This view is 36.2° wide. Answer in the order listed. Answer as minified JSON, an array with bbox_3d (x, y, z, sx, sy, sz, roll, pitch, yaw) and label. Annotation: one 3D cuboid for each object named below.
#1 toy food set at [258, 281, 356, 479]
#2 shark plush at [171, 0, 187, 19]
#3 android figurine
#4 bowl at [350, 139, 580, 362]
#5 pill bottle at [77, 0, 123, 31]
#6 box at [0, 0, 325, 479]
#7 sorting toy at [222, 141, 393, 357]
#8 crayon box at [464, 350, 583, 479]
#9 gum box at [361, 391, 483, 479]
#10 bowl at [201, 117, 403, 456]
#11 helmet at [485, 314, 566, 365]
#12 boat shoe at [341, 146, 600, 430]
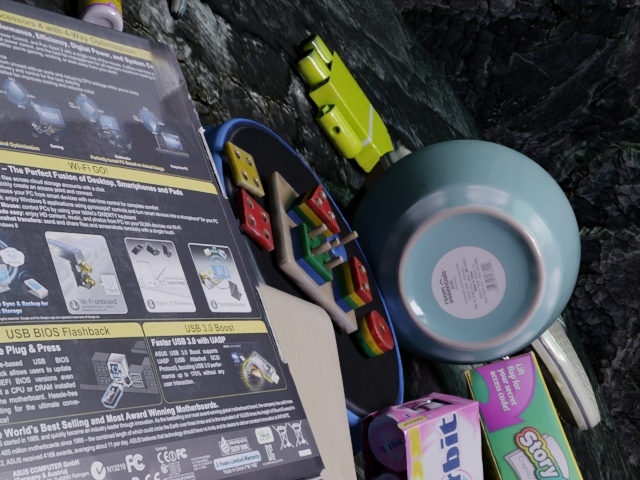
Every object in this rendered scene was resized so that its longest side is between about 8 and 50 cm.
[{"bbox_3d":[-0.081,0.147,0.711,0.220,0.092,0.306,25,45,-42],"label":"toy food set"},{"bbox_3d":[-0.167,-0.339,1.239,0.073,0.067,0.161,55,19,-21],"label":"shark plush"},{"bbox_3d":[0.047,-0.221,1.689,0.273,0.056,0.248,54,19,-23],"label":"android figurine"},{"bbox_3d":[0.186,0.031,1.246,0.311,0.312,0.163,61,8,-6],"label":"bowl"},{"bbox_3d":[-0.221,-0.238,0.978,0.043,0.043,0.083,43,26,-47],"label":"pill bottle"},{"bbox_3d":[-0.189,0.012,0.494,0.395,0.097,0.318,3,62,-55],"label":"box"},{"bbox_3d":[0.000,0.000,0.993,0.274,0.046,0.132,47,23,-40],"label":"sorting toy"},{"bbox_3d":[0.294,0.379,1.280,0.313,0.106,0.363,69,5,-55],"label":"crayon box"},{"bbox_3d":[0.103,0.246,0.961,0.107,0.062,0.188,-11,100,-41],"label":"gum box"},{"bbox_3d":[-0.030,0.044,1.049,0.391,0.077,0.391,52,20,-29],"label":"bowl"},{"bbox_3d":[0.385,0.177,1.876,0.169,0.162,0.169,53,20,-28],"label":"helmet"},{"bbox_3d":[0.223,0.091,1.447,0.500,0.156,0.187,49,14,-1],"label":"boat shoe"}]
